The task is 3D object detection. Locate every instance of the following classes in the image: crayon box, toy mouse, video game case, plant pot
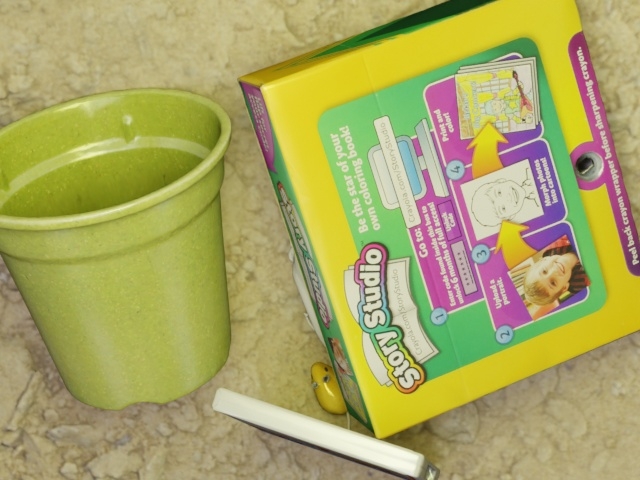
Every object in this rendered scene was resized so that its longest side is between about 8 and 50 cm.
[{"bbox_3d":[0.128,-0.036,1.509,0.313,0.106,0.362,-21,106,-11],"label":"crayon box"},{"bbox_3d":[0.051,0.132,1.676,0.143,0.031,0.161,-27,103,16],"label":"toy mouse"},{"bbox_3d":[0.014,0.202,1.571,0.204,0.285,0.025,17,81,10],"label":"video game case"},{"bbox_3d":[-0.201,0.020,1.571,0.276,0.276,0.253,-5,120,10],"label":"plant pot"}]

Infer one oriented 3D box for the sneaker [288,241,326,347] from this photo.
[{"bbox_3d":[0.000,0.000,1.606,0.091,0.094,0.258,-11,91,55],"label":"sneaker"}]
